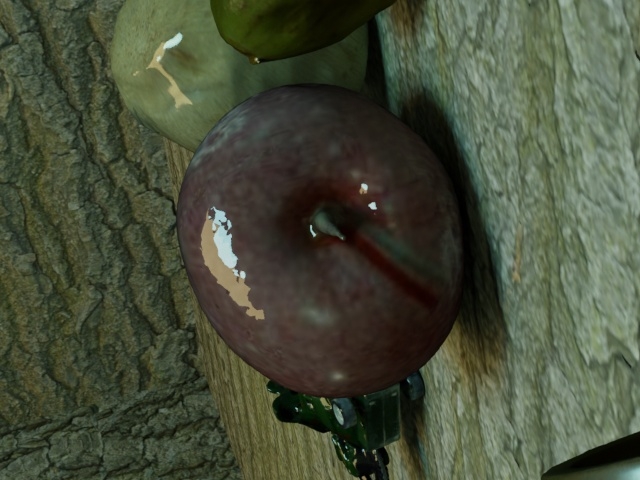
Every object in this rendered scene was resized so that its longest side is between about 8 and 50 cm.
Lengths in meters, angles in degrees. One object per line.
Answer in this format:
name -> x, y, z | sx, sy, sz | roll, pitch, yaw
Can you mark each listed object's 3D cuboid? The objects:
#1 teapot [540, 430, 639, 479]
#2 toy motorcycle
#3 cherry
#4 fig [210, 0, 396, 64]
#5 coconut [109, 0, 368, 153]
teapot -> 0.179, 0.121, 0.400 | 0.268, 0.186, 0.175 | -1, -107, -63
toy motorcycle -> 0.020, 0.112, 1.320 | 0.187, 0.125, 0.274 | 51, 152, 44
cherry -> 0.000, 0.000, 1.028 | 0.285, 0.213, 0.236 | 173, 93, -89
fig -> -0.012, -0.205, 0.982 | 0.144, 0.165, 0.154 | 42, -161, 1
coconut -> -0.059, -0.159, 1.162 | 0.224, 0.224, 0.224 | 166, 90, -79
